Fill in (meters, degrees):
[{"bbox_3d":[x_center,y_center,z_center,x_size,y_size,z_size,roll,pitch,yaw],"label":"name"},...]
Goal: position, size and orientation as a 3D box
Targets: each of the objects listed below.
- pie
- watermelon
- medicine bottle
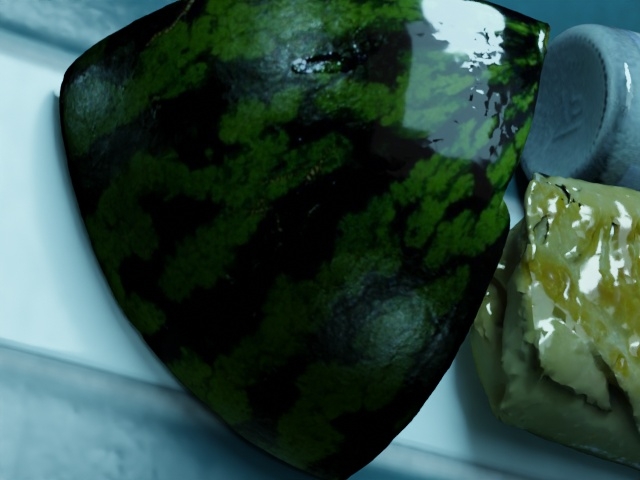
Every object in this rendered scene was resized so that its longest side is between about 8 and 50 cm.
[{"bbox_3d":[0.189,0.051,0.791,0.282,0.068,0.128,14,74,-26],"label":"pie"},{"bbox_3d":[-0.006,-0.001,0.678,0.137,0.193,0.145,57,33,-57],"label":"watermelon"},{"bbox_3d":[0.193,-0.041,0.832,0.203,0.083,0.083,12,61,-26],"label":"medicine bottle"}]
